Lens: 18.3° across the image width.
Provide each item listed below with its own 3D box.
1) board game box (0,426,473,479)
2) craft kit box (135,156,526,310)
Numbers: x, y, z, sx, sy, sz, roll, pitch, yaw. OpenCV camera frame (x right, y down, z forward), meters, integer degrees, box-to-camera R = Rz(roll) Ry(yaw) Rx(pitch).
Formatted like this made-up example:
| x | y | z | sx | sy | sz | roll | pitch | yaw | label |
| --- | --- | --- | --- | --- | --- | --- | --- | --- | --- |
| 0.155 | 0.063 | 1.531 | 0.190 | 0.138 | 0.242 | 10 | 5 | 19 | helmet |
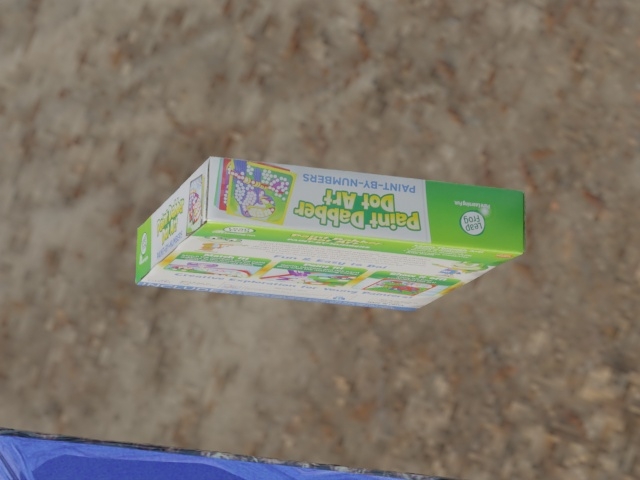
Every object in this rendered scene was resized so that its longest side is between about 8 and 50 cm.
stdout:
| x | y | z | sx | sy | sz | roll | pitch | yaw | label |
| --- | --- | --- | --- | --- | --- | --- | --- | --- | --- |
| -0.023 | 0.231 | 0.801 | 0.232 | 0.291 | 0.141 | 6 | 45 | 13 | board game box |
| 0.000 | 0.000 | 1.563 | 0.246 | 0.250 | 0.061 | 152 | 122 | -70 | craft kit box |
